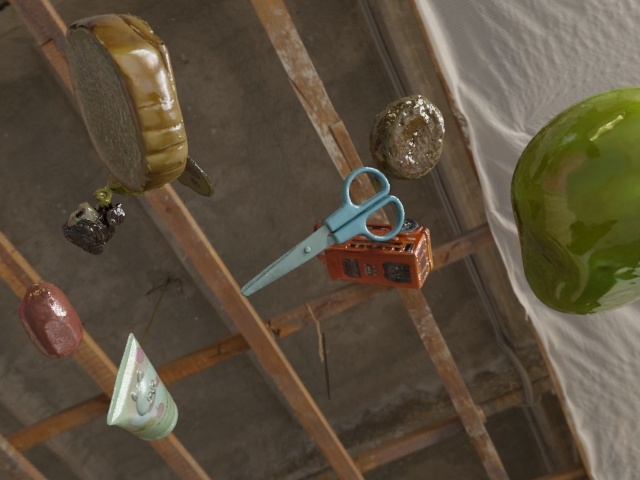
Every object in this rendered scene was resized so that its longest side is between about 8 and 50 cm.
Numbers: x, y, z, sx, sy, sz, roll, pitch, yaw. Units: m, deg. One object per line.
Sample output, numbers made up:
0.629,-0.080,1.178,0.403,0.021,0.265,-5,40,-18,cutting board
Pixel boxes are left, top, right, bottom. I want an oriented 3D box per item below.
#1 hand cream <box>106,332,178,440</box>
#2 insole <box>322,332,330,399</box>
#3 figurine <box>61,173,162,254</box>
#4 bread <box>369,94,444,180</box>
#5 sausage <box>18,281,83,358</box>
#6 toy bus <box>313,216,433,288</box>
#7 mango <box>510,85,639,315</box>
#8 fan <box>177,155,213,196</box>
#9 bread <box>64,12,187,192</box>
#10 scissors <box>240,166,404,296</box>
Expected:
-0.329,0.289,0.950,0.093,0.147,0.305,5,-31,0,hand cream
0.011,0.254,1.058,0.002,0.045,0.134,-4,-95,-9,insole
-0.542,-0.117,1.359,0.315,0.187,0.168,-50,-27,-11,figurine
0.226,-0.272,1.402,0.230,0.123,0.229,-13,-67,-32,bread
-0.764,0.238,1.489,0.148,0.148,0.254,-7,-46,-2,sausage
0.121,0.035,1.392,0.330,0.153,0.142,6,-52,27,toy bus
0.286,-0.029,0.505,0.186,0.149,0.273,-14,-39,17,mango
-0.331,-0.197,1.179,0.230,0.335,0.011,39,-108,6,fan
-0.253,-0.177,0.684,0.070,0.236,0.236,-27,-61,-33,bread
0.000,0.000,1.237,0.447,0.029,0.192,-34,-78,-14,scissors
